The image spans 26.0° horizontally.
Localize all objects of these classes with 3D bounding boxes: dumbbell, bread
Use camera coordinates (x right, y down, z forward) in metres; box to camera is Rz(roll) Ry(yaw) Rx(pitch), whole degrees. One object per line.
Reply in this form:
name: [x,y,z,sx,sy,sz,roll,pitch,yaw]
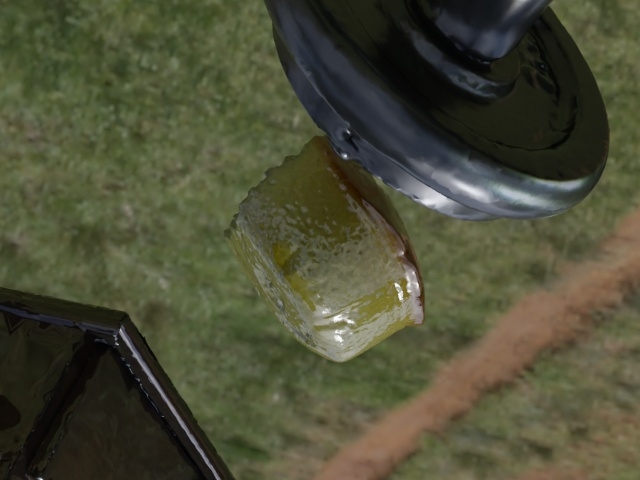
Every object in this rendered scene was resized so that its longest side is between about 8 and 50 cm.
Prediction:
dumbbell: [0.092,-0.129,0.565,0.192,0.192,0.290,24,131,-26]
bread: [0.005,0.009,0.798,0.125,0.086,0.156,58,169,-3]

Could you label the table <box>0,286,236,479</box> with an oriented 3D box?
table: [-0.180,0.193,0.597,0.196,0.282,0.250,11,148,24]
